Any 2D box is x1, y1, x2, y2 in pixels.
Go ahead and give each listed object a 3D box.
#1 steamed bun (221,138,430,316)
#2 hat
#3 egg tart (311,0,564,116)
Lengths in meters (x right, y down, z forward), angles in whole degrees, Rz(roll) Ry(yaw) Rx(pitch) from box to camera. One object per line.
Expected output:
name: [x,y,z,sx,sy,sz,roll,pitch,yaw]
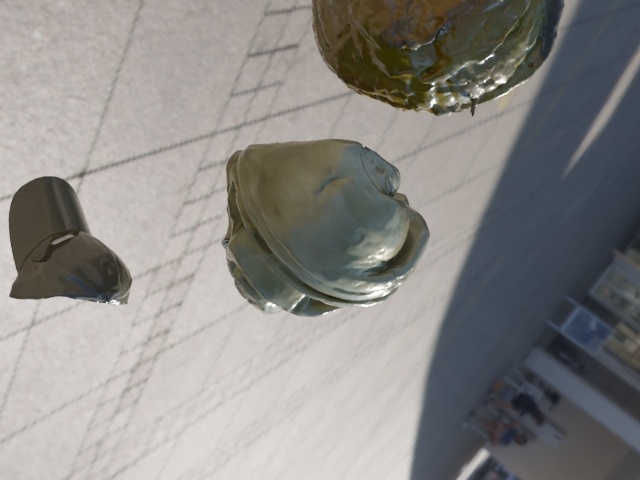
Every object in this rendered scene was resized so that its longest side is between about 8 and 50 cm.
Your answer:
steamed bun: [-0.002,-0.001,1.228,0.276,0.289,0.203,16,79,-33]
hat: [-0.310,-0.002,1.249,0.166,0.144,0.173,3,84,-54]
egg tart: [0.147,-0.318,1.202,0.352,0.339,0.153,-12,-174,15]
